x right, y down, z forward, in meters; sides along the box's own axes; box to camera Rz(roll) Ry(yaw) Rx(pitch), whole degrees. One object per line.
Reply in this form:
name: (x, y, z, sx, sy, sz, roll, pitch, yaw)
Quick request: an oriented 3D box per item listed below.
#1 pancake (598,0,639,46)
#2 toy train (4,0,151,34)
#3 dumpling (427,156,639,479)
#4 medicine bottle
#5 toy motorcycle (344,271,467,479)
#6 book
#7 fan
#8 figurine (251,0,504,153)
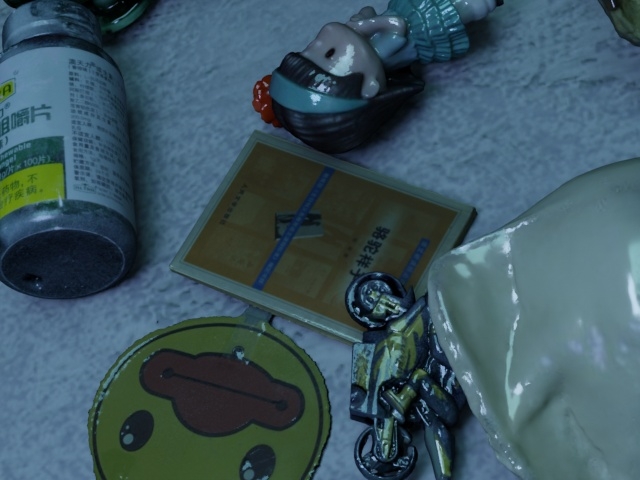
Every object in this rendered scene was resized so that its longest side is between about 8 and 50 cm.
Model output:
pancake: (0.380, -0.249, 1.432, 0.288, 0.033, 0.286, -25, 89, -10)
toy train: (-0.143, -0.386, 1.701, 0.442, 0.179, 0.272, -17, 49, 9)
dumpling: (0.295, 0.085, 1.266, 0.395, 0.233, 0.316, -15, 86, -7)
medicine bottle: (-0.256, -0.097, 1.568, 0.141, 0.141, 0.293, -15, 55, 9)
toy motorcycle: (0.085, 0.114, 1.365, 0.124, 0.061, 0.193, -3, 66, 0)
book: (0.000, 0.000, 1.485, 0.241, 0.018, 0.170, 20, 66, 24)
fan: (-0.086, 0.127, 1.446, 0.229, 0.011, 0.335, 12, 63, 23)
figurine: (0.057, -0.176, 1.538, 0.245, 0.110, 0.138, -35, 15, -10)
